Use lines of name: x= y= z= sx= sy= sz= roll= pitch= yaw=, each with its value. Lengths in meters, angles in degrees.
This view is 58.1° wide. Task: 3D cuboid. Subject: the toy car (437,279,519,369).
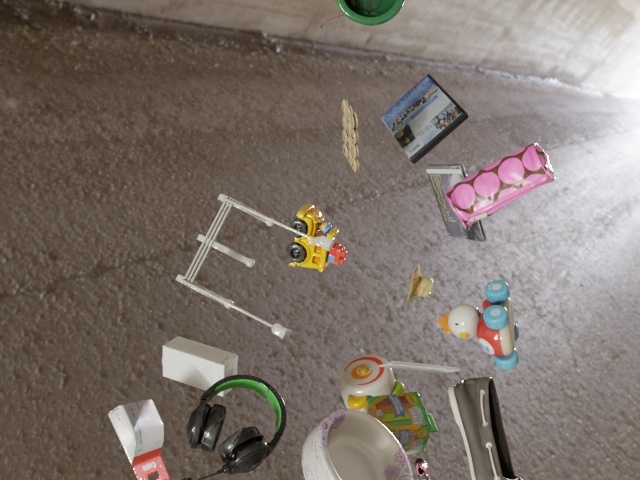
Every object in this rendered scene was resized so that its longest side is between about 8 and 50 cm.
toy car: x=0.484 y=0.269 z=1.809 sx=0.210 sy=0.238 sz=0.219 roll=-67 pitch=142 yaw=-47

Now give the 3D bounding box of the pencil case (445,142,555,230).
pencil case: x=0.363 y=-0.107 z=1.161 sx=0.095 sy=0.209 sz=0.098 roll=45 pitch=26 yaw=-27

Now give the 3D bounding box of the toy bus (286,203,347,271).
toy bus: x=0.000 y=0.000 z=2.075 sx=0.211 sy=0.220 sz=0.149 roll=15 pitch=23 yaw=16

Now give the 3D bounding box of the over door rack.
over door rack: x=-0.145 y=0.058 z=1.317 sx=0.324 sy=0.239 sz=0.108 roll=23 pitch=-6 yaw=25

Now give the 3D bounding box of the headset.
headset: x=-0.248 y=0.513 z=1.517 sx=0.243 sy=0.185 sz=0.394 roll=30 pitch=49 yaw=11

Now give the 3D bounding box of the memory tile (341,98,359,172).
memory tile: x=0.067 y=-0.237 z=1.310 sx=0.012 sy=0.148 sz=0.113 roll=-11 pitch=38 yaw=-9

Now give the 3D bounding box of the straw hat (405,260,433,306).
straw hat: x=0.295 y=0.131 z=1.673 sx=0.061 sy=0.144 sz=0.144 roll=17 pitch=32 yaw=6

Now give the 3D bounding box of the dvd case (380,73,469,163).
dvd case: x=0.270 y=-0.329 z=1.535 sx=0.022 sy=0.180 sz=0.253 roll=38 pitch=20 yaw=-35

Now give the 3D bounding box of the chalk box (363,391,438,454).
chalk box: x=0.243 y=0.543 z=1.708 sx=0.213 sy=0.132 sz=0.132 roll=-4 pitch=36 yaw=-14

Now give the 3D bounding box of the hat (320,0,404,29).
hat: x=0.119 y=-0.647 z=1.556 sx=0.208 sy=0.173 sz=0.183 roll=19 pitch=5 yaw=2

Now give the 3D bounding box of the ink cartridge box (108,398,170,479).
ink cartridge box: x=-0.486 y=0.567 z=1.621 sx=0.232 sy=0.066 sz=0.189 roll=56 pitch=1 yaw=14

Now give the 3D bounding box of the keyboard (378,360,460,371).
keyboard: x=0.302 y=0.387 z=1.752 sx=0.256 sy=0.072 sz=0.014 roll=11 pitch=62 yaw=-24

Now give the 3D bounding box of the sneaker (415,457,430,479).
sneaker: x=0.340 y=0.769 z=1.944 sx=0.119 sy=0.047 sz=0.057 roll=-93 pitch=160 yaw=-71

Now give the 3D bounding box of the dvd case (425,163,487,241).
dvd case: x=0.369 y=-0.105 z=1.579 sx=0.018 sy=0.164 sz=0.221 roll=-26 pitch=106 yaw=-17

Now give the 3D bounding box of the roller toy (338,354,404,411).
roller toy: x=0.159 y=0.493 z=1.976 sx=0.209 sy=0.146 sz=0.191 roll=-26 pitch=27 yaw=-19

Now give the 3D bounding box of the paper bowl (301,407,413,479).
paper bowl: x=0.078 y=0.575 z=1.429 sx=0.284 sy=0.148 sz=0.284 roll=30 pitch=30 yaw=-19

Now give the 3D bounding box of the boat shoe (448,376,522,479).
boat shoe: x=0.355 y=0.440 z=1.168 sx=0.112 sy=0.095 sz=0.335 roll=29 pitch=41 yaw=-54

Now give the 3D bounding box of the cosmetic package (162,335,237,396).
cosmetic package: x=-0.381 y=0.395 z=1.821 sx=0.231 sy=0.117 sz=0.085 roll=14 pitch=21 yaw=21
